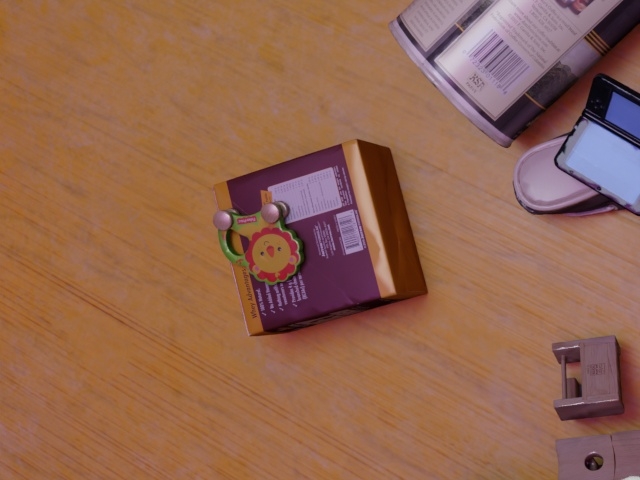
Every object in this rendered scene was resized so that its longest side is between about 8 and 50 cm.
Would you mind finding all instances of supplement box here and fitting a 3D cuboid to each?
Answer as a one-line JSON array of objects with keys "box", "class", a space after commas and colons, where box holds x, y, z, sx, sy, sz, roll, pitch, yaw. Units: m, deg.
[{"box": [0.000, 0.000, 1.696, 0.194, 0.129, 0.191, -17, 83, 20], "class": "supplement box"}]

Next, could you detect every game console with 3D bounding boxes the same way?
[{"box": [0.327, -0.103, 1.516, 0.122, 0.107, 0.071, 33, 66, 17], "class": "game console"}]

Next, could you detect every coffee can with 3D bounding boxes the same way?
[{"box": [0.242, -0.270, 1.574, 0.275, 0.201, 0.201, -43, 74, 15], "class": "coffee can"}]

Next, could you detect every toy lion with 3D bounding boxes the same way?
[{"box": [-0.070, 0.005, 1.638, 0.100, 0.034, 0.096, -8, 94, 21], "class": "toy lion"}]

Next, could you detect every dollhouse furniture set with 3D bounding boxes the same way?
[{"box": [0.342, 0.218, 1.582, 0.129, 0.129, 0.183, -9, 55, 20], "class": "dollhouse furniture set"}]

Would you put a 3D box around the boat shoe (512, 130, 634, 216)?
[{"box": [0.383, -0.101, 1.585, 0.335, 0.095, 0.112, -14, 80, 15], "class": "boat shoe"}]
